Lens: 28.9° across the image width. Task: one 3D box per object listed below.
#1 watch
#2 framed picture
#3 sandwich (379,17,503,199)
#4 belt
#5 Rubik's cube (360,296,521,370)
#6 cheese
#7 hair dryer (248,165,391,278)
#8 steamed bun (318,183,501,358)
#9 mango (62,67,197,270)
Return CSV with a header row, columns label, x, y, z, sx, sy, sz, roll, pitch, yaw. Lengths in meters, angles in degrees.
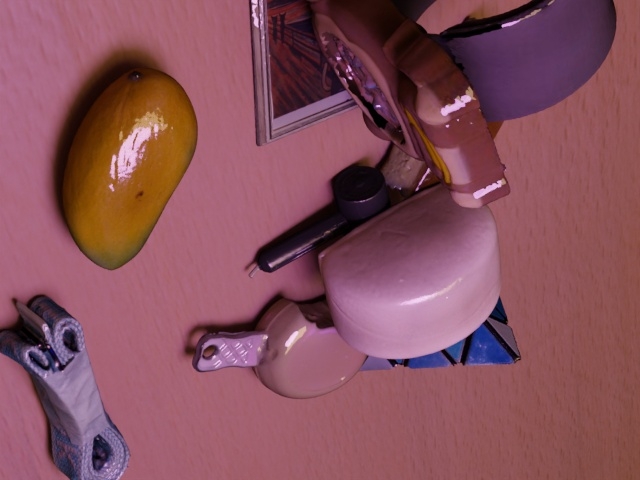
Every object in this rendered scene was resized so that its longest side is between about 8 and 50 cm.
label,x,y,z,sx,sy,sz,roll,pitch,yaw
watch,0.188,-0.253,1.419,0.327,0.335,0.314,-36,137,-5
framed picture,0.007,-0.261,1.509,0.216,0.016,0.273,-25,133,-28
sandwich,0.181,-0.164,1.682,0.096,0.094,0.258,21,104,-44
belt,-0.305,0.191,1.497,0.087,0.072,0.302,-35,136,-23
Rubik's cube,0.183,0.040,1.861,0.234,0.284,0.250,-31,104,-50
cheese,-0.051,0.143,1.695,0.286,0.082,0.163,2,115,-43
hair dryer,0.000,0.000,1.658,0.219,0.071,0.124,-28,135,-17
steamed bun,0.131,0.050,1.623,0.241,0.164,0.146,-30,138,-14
mango,-0.218,-0.077,1.375,0.137,0.091,0.238,17,106,-42
